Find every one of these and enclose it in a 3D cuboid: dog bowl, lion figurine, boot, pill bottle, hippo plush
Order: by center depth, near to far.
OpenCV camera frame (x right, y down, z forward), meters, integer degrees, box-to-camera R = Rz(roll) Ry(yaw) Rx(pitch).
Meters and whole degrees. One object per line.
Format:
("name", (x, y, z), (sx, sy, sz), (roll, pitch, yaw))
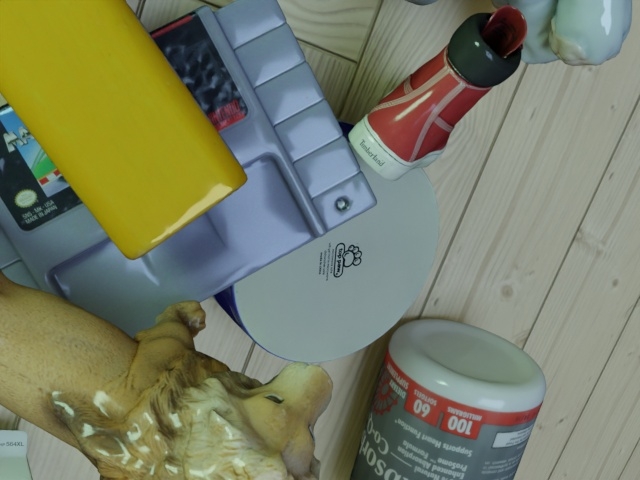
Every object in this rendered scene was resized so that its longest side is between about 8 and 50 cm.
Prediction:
("lion figurine", (-0.184, 0.072, 0.488), (0.392, 0.240, 0.142), (24, 95, -10))
("hippo plush", (0.175, -0.273, 0.688), (0.237, 0.294, 0.234), (-13, 101, -17))
("boot", (0.136, -0.156, 0.709), (0.088, 0.244, 0.176), (46, 115, -1))
("dog bowl", (0.000, 0.000, 0.802), (0.265, 0.104, 0.264), (-14, 119, -26))
("pill bottle", (0.155, 0.310, 0.982), (0.210, 0.210, 0.362), (1, 111, -33))

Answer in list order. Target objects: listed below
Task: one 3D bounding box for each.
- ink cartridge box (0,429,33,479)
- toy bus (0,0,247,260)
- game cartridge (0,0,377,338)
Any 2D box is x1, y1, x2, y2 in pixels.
("ink cartridge box", (-0.351, 0.260, 0.713), (0.092, 0.090, 0.143), (10, 107, -35))
("toy bus", (-0.193, -0.150, 0.516), (0.108, 0.130, 0.332), (-36, 99, -6))
("game cartridge", (-0.153, -0.048, 0.632), (0.355, 0.068, 0.230), (-29, 106, -7))
